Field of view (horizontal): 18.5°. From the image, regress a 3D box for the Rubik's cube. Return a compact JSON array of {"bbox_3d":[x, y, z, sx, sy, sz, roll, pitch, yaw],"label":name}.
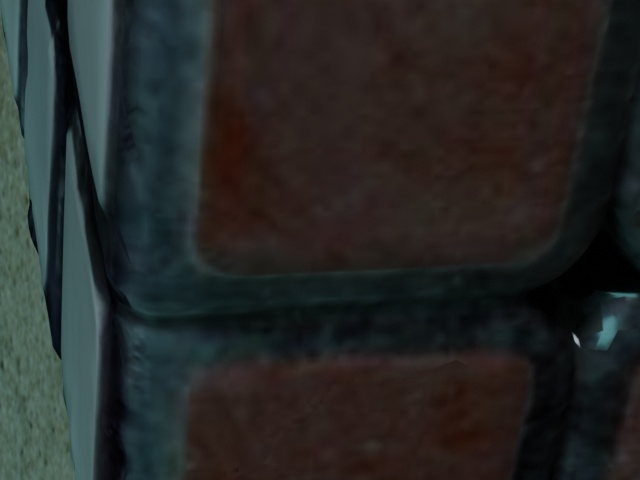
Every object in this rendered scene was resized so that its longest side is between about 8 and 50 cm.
[{"bbox_3d":[0.080,-0.115,0.493,0.301,0.305,0.303,-106,21,-52],"label":"Rubik's cube"}]
